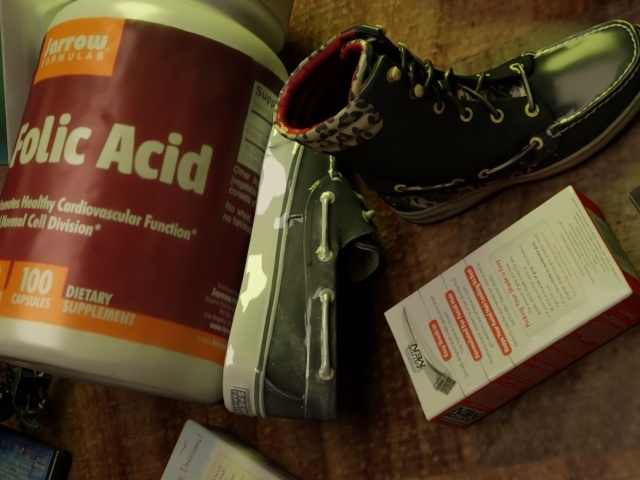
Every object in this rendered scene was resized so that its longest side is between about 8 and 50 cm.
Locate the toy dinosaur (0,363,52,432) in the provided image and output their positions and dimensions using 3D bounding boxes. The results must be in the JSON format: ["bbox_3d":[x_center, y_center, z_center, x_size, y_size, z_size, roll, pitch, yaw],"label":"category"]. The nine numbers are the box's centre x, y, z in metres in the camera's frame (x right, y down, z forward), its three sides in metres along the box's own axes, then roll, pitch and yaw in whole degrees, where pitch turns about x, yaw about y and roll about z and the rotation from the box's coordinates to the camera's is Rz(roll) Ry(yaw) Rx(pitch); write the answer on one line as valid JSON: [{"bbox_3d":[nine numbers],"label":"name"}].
[{"bbox_3d":[-0.385,0.162,1.008,0.218,0.164,0.322,-27,99,34],"label":"toy dinosaur"}]

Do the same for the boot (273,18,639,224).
[{"bbox_3d":[0.102,-0.102,0.698,0.236,0.179,0.085,-30,56,29],"label":"boot"}]

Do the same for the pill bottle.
[{"bbox_3d":[-0.149,-0.071,0.866,0.224,0.224,0.392,0,73,40],"label":"pill bottle"}]

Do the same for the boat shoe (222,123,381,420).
[{"bbox_3d":[0.000,0.000,0.804,0.102,0.108,0.301,5,60,9],"label":"boat shoe"}]

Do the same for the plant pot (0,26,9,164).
[{"bbox_3d":[-0.444,-0.255,1.160,0.293,0.293,0.235,5,70,41],"label":"plant pot"}]

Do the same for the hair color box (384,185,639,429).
[{"bbox_3d":[0.135,0.050,0.695,0.167,0.053,0.093,-36,54,22],"label":"hair color box"}]

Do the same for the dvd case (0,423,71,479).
[{"bbox_3d":[-0.349,0.318,1.015,0.180,0.022,0.253,8,77,41],"label":"dvd case"}]

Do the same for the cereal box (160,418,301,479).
[{"bbox_3d":[-0.054,0.265,0.770,0.240,0.047,0.173,23,88,44],"label":"cereal box"}]

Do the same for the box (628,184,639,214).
[{"bbox_3d":[0.322,-0.022,0.564,0.231,0.056,0.183,-39,51,22],"label":"box"}]

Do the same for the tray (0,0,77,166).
[{"bbox_3d":[-0.249,-0.131,0.967,0.030,0.145,0.270,17,122,17],"label":"tray"}]
